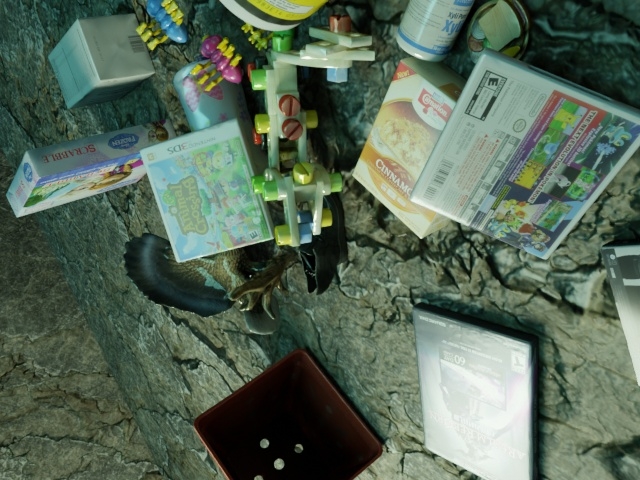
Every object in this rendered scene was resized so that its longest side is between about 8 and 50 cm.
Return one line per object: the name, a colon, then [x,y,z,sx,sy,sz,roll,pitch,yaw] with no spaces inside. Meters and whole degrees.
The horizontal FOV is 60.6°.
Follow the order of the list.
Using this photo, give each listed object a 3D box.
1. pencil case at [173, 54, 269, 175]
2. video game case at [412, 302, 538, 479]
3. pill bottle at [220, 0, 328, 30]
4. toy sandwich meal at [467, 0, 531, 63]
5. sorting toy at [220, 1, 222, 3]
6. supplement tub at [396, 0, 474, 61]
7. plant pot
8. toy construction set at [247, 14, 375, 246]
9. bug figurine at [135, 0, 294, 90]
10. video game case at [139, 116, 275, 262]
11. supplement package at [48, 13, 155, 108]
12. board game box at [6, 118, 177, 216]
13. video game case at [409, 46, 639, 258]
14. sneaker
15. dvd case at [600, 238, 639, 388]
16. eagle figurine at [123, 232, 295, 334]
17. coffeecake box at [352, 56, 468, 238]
pencil case: [-0.167,-0.193,0.998,0.113,0.124,0.273,-3,107,70]
video game case: [0.233,0.242,0.833,0.196,0.026,0.274,13,118,46]
pill bottle: [0.010,-0.397,0.619,0.334,0.188,0.188,-15,97,51]
toy sandwich meal: [0.197,-0.231,0.618,0.085,0.029,0.086,26,127,39]
sorting toy: [-0.159,-0.432,0.918,0.102,0.042,0.061,-24,91,52]
supplement tub: [0.137,-0.271,0.634,0.071,0.071,0.107,47,139,23]
plant pot: [-0.076,0.436,1.127,0.267,0.267,0.236,48,150,21]
toy construction set: [-0.033,-0.174,0.816,0.215,0.151,0.328,-118,38,-57]
bug figurine: [-0.154,-0.374,0.873,0.279,0.072,0.216,-31,97,25]
video game case: [-0.196,-0.083,0.952,0.193,0.023,0.212,-14,100,16]
supplement package: [-0.511,-0.409,1.269,0.244,0.134,0.139,-5,105,50]
board game box: [-0.536,-0.167,1.281,0.318,0.318,0.066,-19,94,53]
video game case: [0.220,-0.086,0.608,0.183,0.023,0.201,24,132,3]
sneaker: [-0.002,0.000,0.926,0.051,0.089,0.170,6,114,48]
dvd case: [0.405,0.079,0.518,0.238,0.029,0.179,-7,103,58]
eagle figurine: [-0.204,0.047,1.099,0.298,0.226,0.225,8,74,31]
coffeecake box: [0.138,-0.120,0.715,0.142,0.068,0.185,46,138,24]
